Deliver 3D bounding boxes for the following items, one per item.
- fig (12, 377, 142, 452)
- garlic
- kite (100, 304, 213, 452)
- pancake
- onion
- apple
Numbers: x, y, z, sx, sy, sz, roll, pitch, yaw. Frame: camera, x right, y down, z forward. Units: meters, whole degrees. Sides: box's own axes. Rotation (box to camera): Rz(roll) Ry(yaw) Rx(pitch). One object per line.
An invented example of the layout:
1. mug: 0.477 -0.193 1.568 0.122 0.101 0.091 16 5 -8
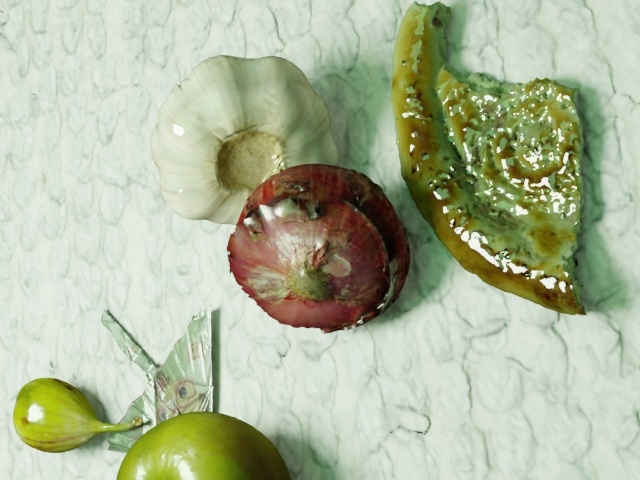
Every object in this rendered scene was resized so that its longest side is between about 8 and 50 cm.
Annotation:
1. fig: -0.293 0.216 1.357 0.166 0.093 0.093 18 92 40
2. garlic: -0.085 -0.125 1.256 0.199 0.199 0.226 -53 24 16
3. kite: -0.190 0.157 1.345 0.250 0.012 0.229 46 109 33
4. pancake: 0.164 -0.084 1.113 0.197 0.054 0.376 -42 61 21
5. onion: 0.000 0.000 1.164 0.184 0.184 0.147 -42 16 22
6. apple: -0.114 0.268 1.179 0.196 0.157 0.196 -12 71 36
